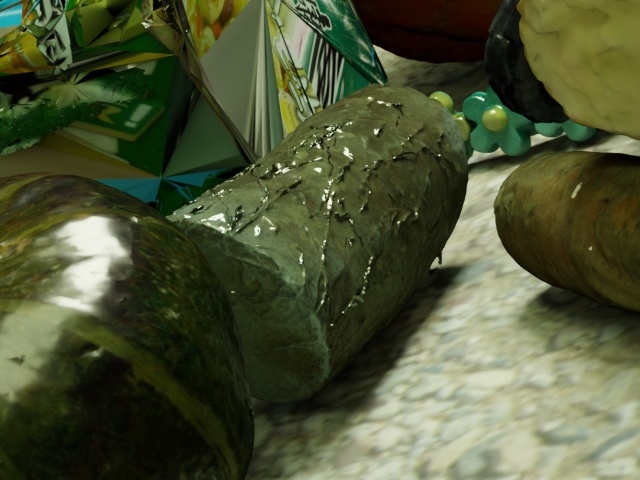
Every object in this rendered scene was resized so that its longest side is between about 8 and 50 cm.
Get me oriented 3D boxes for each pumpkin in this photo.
[{"bbox_3d":[-0.130,0.073,0.749,0.224,0.157,0.223,-21,36,17],"label":"pumpkin"}]

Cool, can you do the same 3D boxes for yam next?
[{"bbox_3d":[0.000,0.000,0.873,0.107,0.107,0.183,-12,19,36],"label":"yam"}]

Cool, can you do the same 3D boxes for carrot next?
[{"bbox_3d":[0.169,0.007,0.696,0.070,0.070,0.342,-32,20,-21],"label":"carrot"}]

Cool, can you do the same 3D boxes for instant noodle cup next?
[{"bbox_3d":[-0.094,-0.087,1.053,0.178,0.240,0.240,-21,17,25],"label":"instant noodle cup"}]

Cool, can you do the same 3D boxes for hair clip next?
[{"bbox_3d":[0.106,-0.069,1.028,0.173,0.049,0.049,-14,21,28],"label":"hair clip"}]

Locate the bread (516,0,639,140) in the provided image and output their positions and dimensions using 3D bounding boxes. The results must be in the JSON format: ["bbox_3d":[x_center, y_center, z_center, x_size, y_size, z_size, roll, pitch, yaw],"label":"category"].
[{"bbox_3d":[0.279,-0.152,0.761,0.375,0.165,0.236,-25,19,-31],"label":"bread"}]

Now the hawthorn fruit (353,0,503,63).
[{"bbox_3d":[0.098,-0.264,1.188,0.316,0.316,0.316,-22,18,8],"label":"hawthorn fruit"}]

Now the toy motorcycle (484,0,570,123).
[{"bbox_3d":[0.202,-0.162,0.932,0.307,0.173,0.108,-23,48,-33],"label":"toy motorcycle"}]
